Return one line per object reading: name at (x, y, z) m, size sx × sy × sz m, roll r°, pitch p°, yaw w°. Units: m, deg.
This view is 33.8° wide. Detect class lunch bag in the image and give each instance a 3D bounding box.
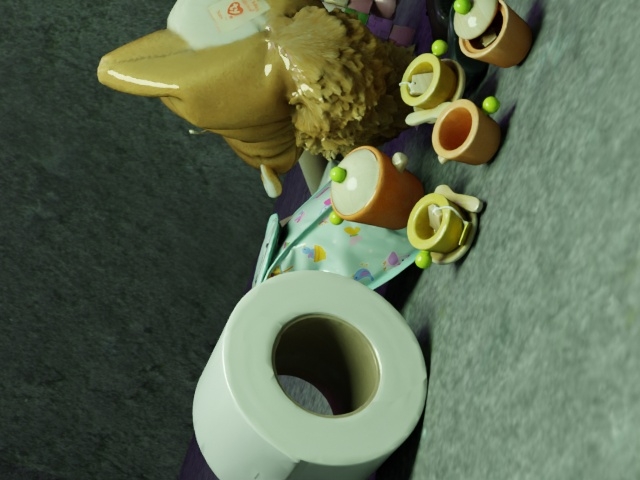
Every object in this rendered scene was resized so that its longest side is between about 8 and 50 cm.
lunch bag at (0.002, 0.019, 1.469) m, size 0.262 × 0.160 × 0.223 m, roll -38°, pitch 9°, yaw 1°

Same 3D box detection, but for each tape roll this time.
tape roll at (-0.016, 0.180, 1.246) m, size 0.169 × 0.246 × 0.246 m, roll 120°, pitch 166°, yaw -54°

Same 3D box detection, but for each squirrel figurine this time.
squirrel figurine at (-0.049, -0.200, 1.491) m, size 0.370 × 0.396 × 0.281 m, roll 70°, pitch -139°, yaw -61°

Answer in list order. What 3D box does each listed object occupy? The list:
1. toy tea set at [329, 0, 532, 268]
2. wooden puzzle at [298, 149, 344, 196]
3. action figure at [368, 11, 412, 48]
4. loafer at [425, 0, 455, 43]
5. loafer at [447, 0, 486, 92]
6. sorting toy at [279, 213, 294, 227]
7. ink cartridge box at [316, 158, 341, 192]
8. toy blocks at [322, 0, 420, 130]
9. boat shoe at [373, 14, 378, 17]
toy tea set at (0.120, -0.143, 1.255) m, size 0.200 × 0.124 × 0.336 m, roll 17°, pitch 87°, yaw 53°
wooden puzzle at (0.012, -0.264, 2.165) m, size 0.322 × 0.080 × 0.348 m, roll 68°, pitch -146°, yaw -58°
action figure at (0.093, -0.329, 2.013) m, size 0.164 × 0.140 × 0.276 m, roll 109°, pitch -177°, yaw -53°
loafer at (0.192, -0.382, 1.653) m, size 0.078 × 0.080 × 0.220 m, roll 117°, pitch 168°, yaw -45°
loafer at (0.199, -0.276, 1.460) m, size 0.061 × 0.062 × 0.170 m, roll 111°, pitch 174°, yaw -52°
sorting toy at (0.016, -0.050, 1.910) m, size 0.208 × 0.193 × 0.038 m, roll -133°, pitch 18°, yaw -83°
ink cartridge box at (0.037, 0.004, 1.657) m, size 0.078 × 0.134 × 0.231 m, roll -89°, pitch 18°, yaw -64°
toy blocks at (0.072, -0.322, 1.763) m, size 0.309 × 0.260 × 0.289 m, roll 104°, pitch -175°, yaw -60°
boat shoe at (0.118, -0.464, 2.375) m, size 0.070 × 0.077 × 0.219 m, roll -150°, pitch 70°, yaw -82°
